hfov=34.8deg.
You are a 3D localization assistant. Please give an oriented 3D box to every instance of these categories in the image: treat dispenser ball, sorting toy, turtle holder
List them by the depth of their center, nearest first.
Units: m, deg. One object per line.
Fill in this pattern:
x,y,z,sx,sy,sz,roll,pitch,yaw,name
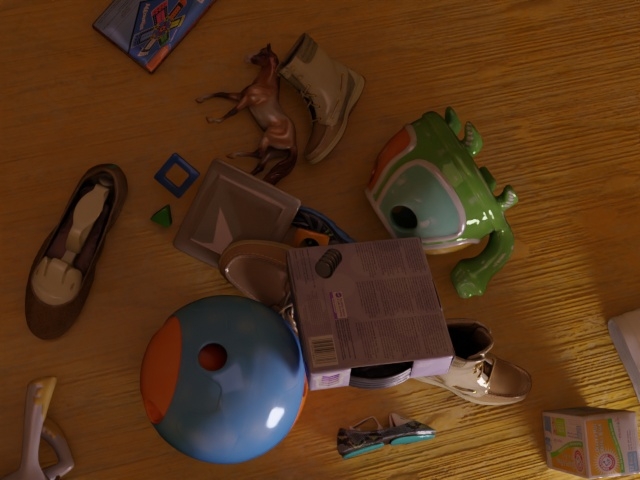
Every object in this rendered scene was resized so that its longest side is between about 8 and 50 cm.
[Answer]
-0.164,0.237,1.753,0.288,0.288,0.288,1,82,-8,treat dispenser ball
-0.153,-0.034,1.897,0.348,0.047,0.196,27,105,-4,sorting toy
0.225,-0.073,1.904,0.227,0.243,0.320,-32,127,3,turtle holder

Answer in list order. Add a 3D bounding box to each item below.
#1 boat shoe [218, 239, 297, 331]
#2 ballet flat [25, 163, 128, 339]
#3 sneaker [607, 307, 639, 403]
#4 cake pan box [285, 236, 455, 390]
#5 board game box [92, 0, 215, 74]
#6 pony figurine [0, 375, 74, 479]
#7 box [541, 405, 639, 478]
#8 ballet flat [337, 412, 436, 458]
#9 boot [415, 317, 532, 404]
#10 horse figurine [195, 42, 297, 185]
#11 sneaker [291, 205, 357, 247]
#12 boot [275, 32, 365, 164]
-0.027,0.105,1.851,0.341,0.110,0.121,24,116,-10,boat shoe
-0.440,0.012,1.826,0.116,0.124,0.342,26,80,-4,ballet flat
0.690,0.256,1.969,0.169,0.108,0.292,-21,85,-7,sneaker
0.080,0.122,1.739,0.246,0.070,0.267,-8,55,-8,cake pan box
-0.290,-0.468,1.962,0.145,0.027,0.281,39,79,0,board game box
-0.552,0.445,1.703,0.351,0.303,0.363,-13,69,-18,pony figurine
0.494,0.368,1.875,0.103,0.203,0.114,-4,83,-9,box
0.120,0.353,1.897,0.188,0.070,0.070,-9,84,-13,ballet flat
0.289,0.219,1.862,0.262,0.203,0.095,18,66,-5,boot
-0.116,-0.221,1.934,0.174,0.066,0.263,-26,83,-10,horse figurine
0.000,0.000,1.921,0.188,0.067,0.078,38,75,-4,sneaker
-0.020,-0.265,1.917,0.165,0.077,0.213,35,68,-27,boot
